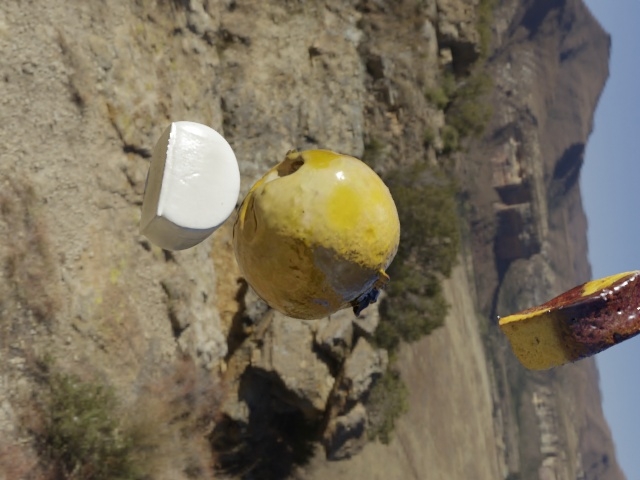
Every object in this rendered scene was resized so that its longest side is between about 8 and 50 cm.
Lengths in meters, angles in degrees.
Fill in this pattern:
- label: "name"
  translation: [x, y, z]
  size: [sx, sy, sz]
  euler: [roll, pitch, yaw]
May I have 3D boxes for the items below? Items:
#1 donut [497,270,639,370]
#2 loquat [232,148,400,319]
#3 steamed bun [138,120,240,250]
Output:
- label: "donut"
  translation: [0.236, 0.073, 0.677]
  size: [0.059, 0.140, 0.140]
  euler: [69, 14, 8]
- label: "loquat"
  translation: [0.000, 0.000, 1.010]
  size: [0.244, 0.243, 0.244]
  euler: [-8, 90, -74]
- label: "steamed bun"
  translation: [-0.258, -0.102, 1.486]
  size: [0.164, 0.146, 0.242]
  euler: [16, 63, -28]
